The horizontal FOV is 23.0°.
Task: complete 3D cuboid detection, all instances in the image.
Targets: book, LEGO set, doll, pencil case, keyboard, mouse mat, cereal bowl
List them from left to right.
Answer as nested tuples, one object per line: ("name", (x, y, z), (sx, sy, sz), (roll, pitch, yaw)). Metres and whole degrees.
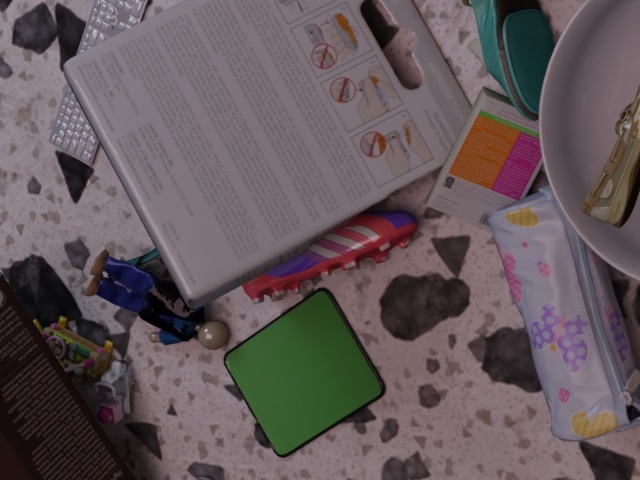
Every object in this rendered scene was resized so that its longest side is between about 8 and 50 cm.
("LEGO set", (-0.388, 0.173, 2.080), (0.287, 0.107, 0.132), (0, 97, 30))
("keyboard", (-0.283, -0.224, 2.011), (0.072, 0.014, 0.256), (31, 112, 23))
("doll", (-0.201, 0.084, 1.975), (0.189, 0.046, 0.129), (26, 129, 7))
("mouse mat", (-0.023, 0.163, 1.922), (0.190, 0.007, 0.152), (-36, 79, 31))
("book", (0.190, -0.084, 1.721), (0.096, 0.035, 0.144), (23, 111, -8))
("pencil case", (0.266, 0.077, 1.667), (0.113, 0.124, 0.273), (-17, 87, -6))
("cereal bowl", (0.395, -0.121, 1.551), (0.339, 0.141, 0.339), (6, 101, 31))

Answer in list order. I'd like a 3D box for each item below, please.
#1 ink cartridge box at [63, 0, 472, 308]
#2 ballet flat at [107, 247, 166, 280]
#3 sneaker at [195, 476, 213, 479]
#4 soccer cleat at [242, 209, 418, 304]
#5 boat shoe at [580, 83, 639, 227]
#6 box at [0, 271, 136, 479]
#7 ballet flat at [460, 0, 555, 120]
("ink cartridge box", (-0.051, -0.147, 1.786), (0.385, 0.091, 0.308), (-28, 83, -7))
("ballet flat", (-0.220, 0.034, 2.005), (0.114, 0.041, 0.041), (-23, 86, 32))
("sneaker", (-0.138, 0.357, 1.984), (0.042, 0.067, 0.118), (-37, 79, 29))
("soccer cleat", (0.000, 0.000, 1.843), (0.248, 0.083, 0.095), (-23, 81, 34))
("boat shoe", (0.291, -0.089, 1.505), (0.048, 0.056, 0.153), (22, 116, 21))
("box", (-0.398, 0.244, 1.993), (0.191, 0.143, 0.381), (-16, 113, 44))
("ballet flat", (0.194, -0.246, 1.697), (0.087, 0.083, 0.247), (-11, 91, 54))
